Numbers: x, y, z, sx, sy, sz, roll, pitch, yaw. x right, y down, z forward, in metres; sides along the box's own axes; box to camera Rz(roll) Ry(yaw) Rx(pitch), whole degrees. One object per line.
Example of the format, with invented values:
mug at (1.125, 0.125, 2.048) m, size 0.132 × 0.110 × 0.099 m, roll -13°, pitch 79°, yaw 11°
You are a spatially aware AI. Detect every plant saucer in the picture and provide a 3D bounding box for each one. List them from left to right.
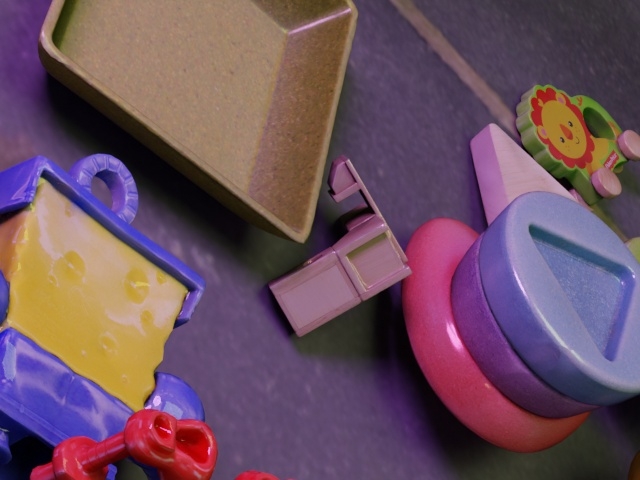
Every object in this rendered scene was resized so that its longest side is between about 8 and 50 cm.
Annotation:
plant saucer at (-0.071, -0.111, 0.908) m, size 0.188 × 0.045 × 0.188 m, roll 38°, pitch 46°, yaw -30°

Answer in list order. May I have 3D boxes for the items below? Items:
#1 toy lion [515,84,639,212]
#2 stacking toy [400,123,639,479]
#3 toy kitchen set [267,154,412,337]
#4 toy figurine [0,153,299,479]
toy lion at (0.182, -0.074, 1.189) m, size 0.096 × 0.034 × 0.100 m, roll 51°, pitch 40°, yaw -6°
stacking toy at (0.211, 0.044, 1.016) m, size 0.309 × 0.130 × 0.279 m, roll 36°, pitch 37°, yaw -18°
toy kitchen set at (0.000, 0.000, 0.941) m, size 0.068 × 0.075 × 0.083 m, roll 60°, pitch -1°, yaw -10°
toy figurine at (-0.077, 0.054, 0.712) m, size 0.362 × 0.191 × 0.217 m, roll 38°, pitch 41°, yaw -31°
